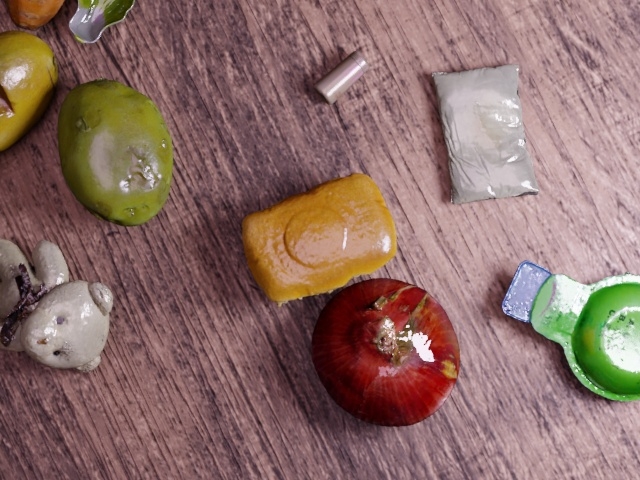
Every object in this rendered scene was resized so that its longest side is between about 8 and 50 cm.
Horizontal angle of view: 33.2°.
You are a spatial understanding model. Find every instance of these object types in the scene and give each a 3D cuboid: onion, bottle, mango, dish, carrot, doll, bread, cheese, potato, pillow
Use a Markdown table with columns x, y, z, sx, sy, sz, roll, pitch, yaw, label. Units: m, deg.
| x | y | z | sx | sy | sz | roll | pitch | yaw | label |
| --- | --- | --- | --- | --- | --- | --- | --- | --- | --- |
| 0.101 | 0.178 | 1.712 | 0.248 | 0.161 | 0.248 | 2 | 95 | 23 | onion |
| 0.037 | -0.274 | 1.803 | 0.096 | 0.045 | 0.045 | -41 | 84 | -2 | bottle |
| -0.545 | -0.231 | 1.785 | 0.130 | 0.167 | 0.262 | 33 | 91 | 20 | mango |
| -0.376 | -0.397 | 1.843 | 0.091 | 0.039 | 0.137 | 34 | 89 | 1 | dish |
| -0.469 | -0.467 | 1.809 | 0.159 | 0.159 | 0.225 | 9 | 96 | 4 | carrot |
| -0.481 | 0.105 | 1.764 | 0.278 | 0.149 | 0.175 | 27 | 120 | 18 | doll |
| 0.000 | 0.000 | 1.744 | 0.245 | 0.121 | 0.174 | -20 | 85 | 4 | bread |
| 0.450 | 0.137 | 1.721 | 0.320 | 0.083 | 0.204 | 25 | 89 | 3 | cheese |
| -0.337 | -0.147 | 1.764 | 0.186 | 0.148 | 0.253 | -28 | 84 | 3 | potato |
| 0.274 | -0.178 | 1.778 | 0.148 | 0.050 | 0.230 | -8 | 82 | -2 | pillow |
